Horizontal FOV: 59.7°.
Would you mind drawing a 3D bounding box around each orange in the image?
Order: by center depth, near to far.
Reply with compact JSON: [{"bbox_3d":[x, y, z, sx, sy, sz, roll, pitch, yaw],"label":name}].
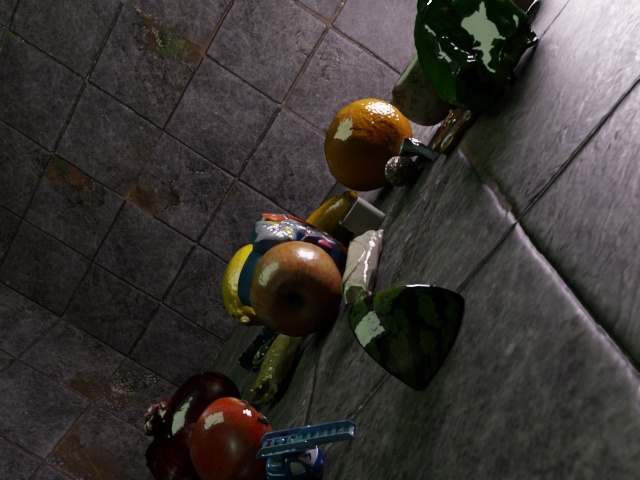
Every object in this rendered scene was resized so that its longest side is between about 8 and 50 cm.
[{"bbox_3d":[0.130,-0.261,1.558,0.264,0.264,0.264,-56,6,10],"label":"orange"}]

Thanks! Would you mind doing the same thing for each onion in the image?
[{"bbox_3d":[-0.325,0.468,1.402,0.314,0.232,0.314,-58,7,10],"label":"onion"}]

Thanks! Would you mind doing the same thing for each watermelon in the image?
[{"bbox_3d":[0.097,0.106,0.673,0.125,0.135,0.094,-62,-29,-15],"label":"watermelon"}]

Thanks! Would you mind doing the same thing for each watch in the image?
[{"bbox_3d":[-0.099,0.084,1.442,0.305,0.241,0.274,2,-66,-60],"label":"watch"}]

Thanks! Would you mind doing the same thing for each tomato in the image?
[{"bbox_3d":[-0.154,0.362,0.980,0.167,0.167,0.167,-56,6,10],"label":"tomato"}]

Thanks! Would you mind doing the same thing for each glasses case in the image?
[{"bbox_3d":[0.335,-0.466,1.329,0.425,0.156,0.098,-54,-1,27],"label":"glasses case"}]

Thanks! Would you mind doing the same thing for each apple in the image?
[{"bbox_3d":[-0.055,0.108,1.250,0.211,0.211,0.188,-56,14,8],"label":"apple"}]

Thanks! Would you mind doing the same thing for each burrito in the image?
[{"bbox_3d":[0.086,0.050,1.133,0.082,0.059,0.275,-38,15,26],"label":"burrito"}]

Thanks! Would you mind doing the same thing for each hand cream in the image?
[{"bbox_3d":[0.227,-0.225,1.346,0.248,0.075,0.052,-63,-21,-80],"label":"hand cream"}]

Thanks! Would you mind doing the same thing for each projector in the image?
[{"bbox_3d":[0.104,-0.056,1.399,0.083,0.082,0.083,-56,6,8],"label":"projector"}]

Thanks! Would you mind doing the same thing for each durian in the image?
[{"bbox_3d":[0.187,-0.164,1.312,0.080,0.080,0.091,-56,28,10],"label":"durian"}]

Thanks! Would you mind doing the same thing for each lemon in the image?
[{"bbox_3d":[-0.221,0.160,2.016,0.285,0.285,0.316,-55,38,16],"label":"lemon"}]

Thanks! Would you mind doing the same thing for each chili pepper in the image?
[{"bbox_3d":[0.279,-0.407,1.100,0.213,0.167,0.385,-43,32,28],"label":"chili pepper"}]

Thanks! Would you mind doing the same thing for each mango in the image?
[{"bbox_3d":[0.000,-0.002,1.687,0.359,0.144,0.187,-52,17,-8],"label":"mango"}]

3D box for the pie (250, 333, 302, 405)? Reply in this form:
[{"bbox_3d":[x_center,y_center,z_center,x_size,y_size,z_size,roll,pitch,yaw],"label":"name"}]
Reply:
[{"bbox_3d":[-0.093,0.275,1.356,0.128,0.068,0.282,-52,4,34],"label":"pie"}]

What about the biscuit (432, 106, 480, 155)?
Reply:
[{"bbox_3d":[0.289,-0.252,1.217,0.138,0.031,0.205,-55,5,20],"label":"biscuit"}]

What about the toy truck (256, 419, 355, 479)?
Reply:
[{"bbox_3d":[-0.012,0.287,0.745,0.136,0.074,0.063,-14,19,10],"label":"toy truck"}]

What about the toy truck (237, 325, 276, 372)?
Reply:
[{"bbox_3d":[-0.193,0.348,1.763,0.201,0.074,0.088,-53,-1,37],"label":"toy truck"}]

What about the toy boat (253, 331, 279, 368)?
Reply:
[{"bbox_3d":[-0.140,0.309,1.597,0.210,0.052,0.104,-48,13,49],"label":"toy boat"}]
